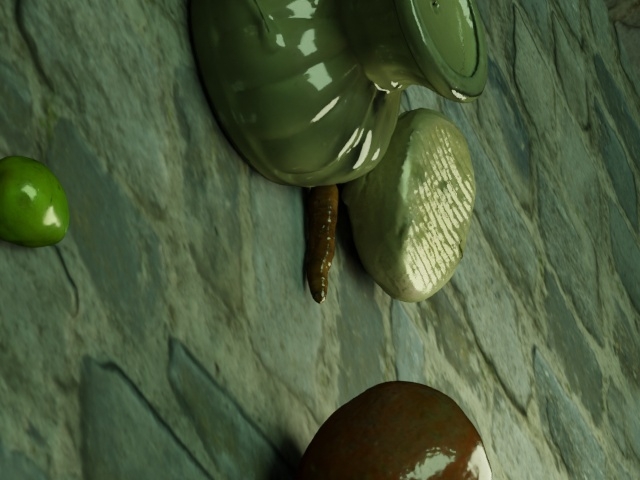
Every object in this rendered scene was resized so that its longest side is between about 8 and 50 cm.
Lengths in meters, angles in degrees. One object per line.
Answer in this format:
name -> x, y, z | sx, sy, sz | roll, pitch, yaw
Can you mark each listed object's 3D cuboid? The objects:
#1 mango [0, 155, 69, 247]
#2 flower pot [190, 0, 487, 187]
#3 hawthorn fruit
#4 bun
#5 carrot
mango -> -0.240, -0.029, 1.516 | 0.108, 0.056, 0.073 | 54, 33, -62
flower pot -> 0.029, -0.224, 1.990 | 0.307, 0.244, 0.307 | 47, 34, -47
hawthorn fruit -> 0.051, 0.251, 1.830 | 0.251, 0.199, 0.199 | -21, 94, -50
bun -> 0.097, -0.049, 2.185 | 0.210, 0.116, 0.237 | 48, 49, -49
carrot -> 0.001, 0.001, 2.046 | 0.035, 0.035, 0.165 | 44, 40, -49
